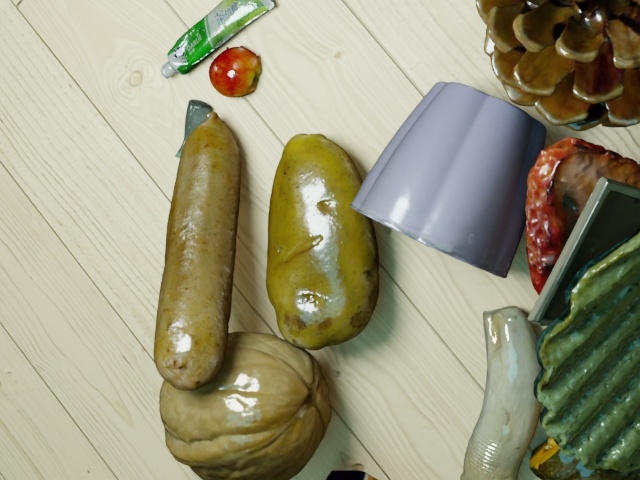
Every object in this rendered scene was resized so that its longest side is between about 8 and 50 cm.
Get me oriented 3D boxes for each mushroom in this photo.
[{"bbox_3d":[0.302,0.279,1.481,0.123,0.095,0.351,14,103,37],"label":"mushroom"}]

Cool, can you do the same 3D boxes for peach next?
[{"bbox_3d":[-0.156,-0.296,1.570,0.098,0.061,0.098,6,109,18],"label":"peach"}]

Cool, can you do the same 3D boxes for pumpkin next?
[{"bbox_3d":[0.451,0.324,1.410,0.131,0.126,0.248,41,111,8],"label":"pumpkin"}]

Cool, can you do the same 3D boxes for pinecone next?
[{"bbox_3d":[0.387,-0.320,1.183,0.385,0.384,0.384,4,101,21],"label":"pinecone"}]

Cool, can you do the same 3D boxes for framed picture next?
[{"bbox_3d":[0.473,0.048,1.293,0.315,0.024,0.232,13,112,-26],"label":"framed picture"}]

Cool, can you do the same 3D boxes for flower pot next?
[{"bbox_3d":[0.207,-0.104,1.371,0.265,0.265,0.243,24,95,16],"label":"flower pot"}]

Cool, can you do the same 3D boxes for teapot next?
[{"bbox_3d":[-0.234,-0.199,1.631,0.043,0.043,0.110,27,112,15],"label":"teapot"}]

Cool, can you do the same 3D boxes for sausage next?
[{"bbox_3d":[-0.204,0.013,1.516,0.123,0.136,0.500,4,63,-2],"label":"sausage"}]

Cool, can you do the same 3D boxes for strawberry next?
[{"bbox_3d":[0.380,-0.022,1.320,0.280,0.150,0.253,19,109,-26],"label":"strawberry"}]

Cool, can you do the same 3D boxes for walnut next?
[{"bbox_3d":[-0.137,0.298,1.563,0.313,0.277,0.251,-16,56,30],"label":"walnut"}]

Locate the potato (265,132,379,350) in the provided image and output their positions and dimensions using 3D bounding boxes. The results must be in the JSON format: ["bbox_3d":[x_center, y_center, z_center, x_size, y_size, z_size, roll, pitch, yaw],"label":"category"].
[{"bbox_3d":[0.000,0.000,1.522,0.177,0.195,0.369,-4,92,-22],"label":"potato"}]

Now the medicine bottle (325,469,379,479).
[{"bbox_3d":[0.158,0.567,1.520,0.395,0.242,0.242,23,108,4],"label":"medicine bottle"}]

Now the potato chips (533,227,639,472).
[{"bbox_3d":[0.478,0.139,1.278,0.358,0.070,0.429,40,96,-28],"label":"potato chips"}]

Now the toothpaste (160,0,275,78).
[{"bbox_3d":[-0.191,-0.368,1.581,0.248,0.047,0.078,-35,88,21],"label":"toothpaste"}]
